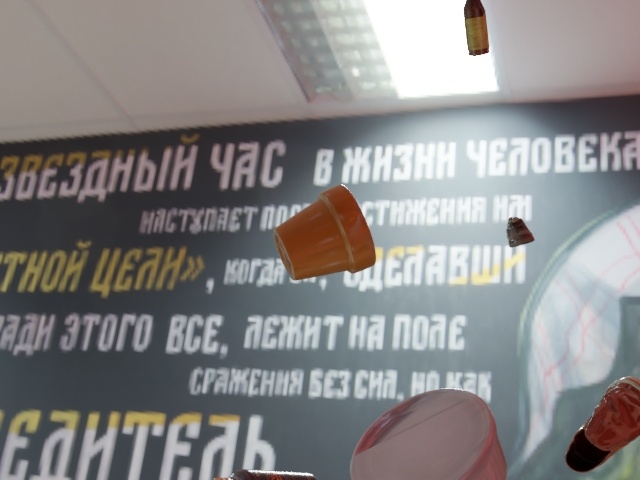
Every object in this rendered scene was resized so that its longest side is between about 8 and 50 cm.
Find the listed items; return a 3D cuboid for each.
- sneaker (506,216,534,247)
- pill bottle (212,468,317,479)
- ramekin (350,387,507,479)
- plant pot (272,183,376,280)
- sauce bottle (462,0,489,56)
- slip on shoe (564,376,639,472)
[{"bbox_3d":[0.518,-0.025,2.531,0.066,0.071,0.188,-18,2,3],"label":"sneaker"},{"bbox_3d":[-0.128,0.572,2.103,0.245,0.130,0.130,13,-25,-34],"label":"pill bottle"},{"bbox_3d":[0.196,0.393,1.651,0.273,0.273,0.127,-12,-59,34],"label":"ramekin"},{"bbox_3d":[0.000,0.000,2.191,0.188,0.205,0.205,-23,-24,-11],"label":"plant pot"},{"bbox_3d":[0.275,-0.393,1.697,0.042,0.042,0.128,-2,-72,19],"label":"sauce bottle"},{"bbox_3d":[0.652,0.425,2.156,0.123,0.101,0.331,41,-41,17],"label":"slip on shoe"}]
